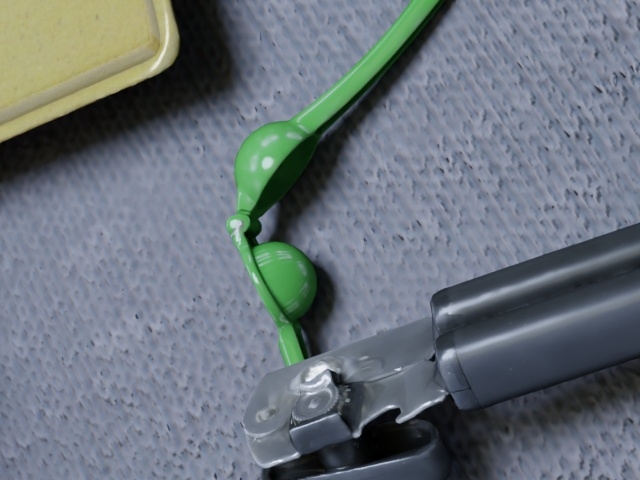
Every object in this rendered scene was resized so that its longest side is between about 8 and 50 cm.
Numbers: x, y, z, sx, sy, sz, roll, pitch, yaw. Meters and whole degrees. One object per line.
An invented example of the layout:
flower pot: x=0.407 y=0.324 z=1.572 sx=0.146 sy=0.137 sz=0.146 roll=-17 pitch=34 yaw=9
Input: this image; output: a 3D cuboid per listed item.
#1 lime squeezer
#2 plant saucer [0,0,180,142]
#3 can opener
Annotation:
lime squeezer: x=0.000 y=0.000 z=0.970 sx=0.110 sy=0.059 sz=0.310 roll=8 pitch=85 yaw=-5
plant saucer: x=-0.240 y=-0.197 z=1.097 sx=0.333 sy=0.081 sz=0.333 roll=-20 pitch=73 yaw=24
can opener: x=0.094 y=0.070 z=0.889 sx=0.283 sy=0.095 sz=0.076 roll=-19 pitch=32 yaw=13
